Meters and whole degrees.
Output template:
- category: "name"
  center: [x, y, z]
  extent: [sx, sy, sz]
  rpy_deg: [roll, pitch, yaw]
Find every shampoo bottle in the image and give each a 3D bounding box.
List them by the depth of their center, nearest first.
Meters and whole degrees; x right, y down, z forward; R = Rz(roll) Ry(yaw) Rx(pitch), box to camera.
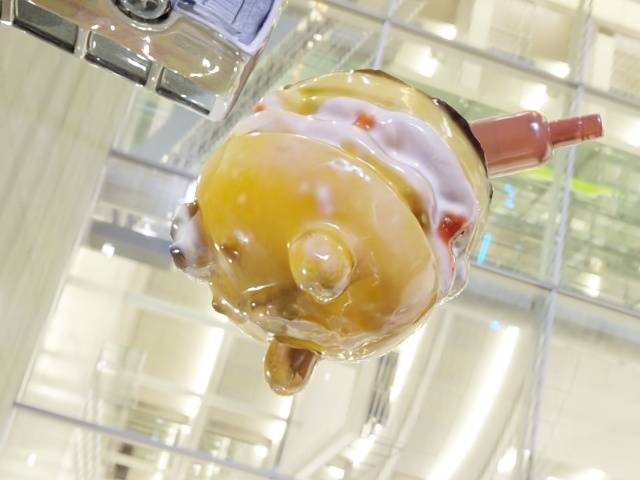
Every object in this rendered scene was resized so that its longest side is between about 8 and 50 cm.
- category: "shampoo bottle"
  center: [0.244, -0.125, 1.242]
  extent: [0.085, 0.244, 0.085]
  rpy_deg: [-10, 90, -73]

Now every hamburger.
- category: "hamburger"
  center: [0.000, 0.000, 0.873]
  extent: [0.237, 0.276, 0.276]
  rpy_deg: [-52, 172, -39]

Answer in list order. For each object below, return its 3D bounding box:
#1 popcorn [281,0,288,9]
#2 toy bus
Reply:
- category: "popcorn"
  center: [-0.173, -0.405, 1.473]
  extent: [0.255, 0.256, 0.194]
  rpy_deg: [-34, 125, -80]
- category: "toy bus"
  center: [-0.200, -0.222, 0.747]
  extent: [0.138, 0.343, 0.097]
  rpy_deg: [124, -11, -54]
